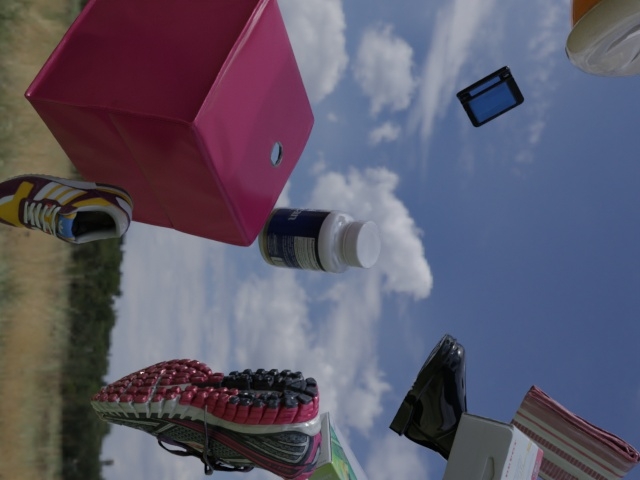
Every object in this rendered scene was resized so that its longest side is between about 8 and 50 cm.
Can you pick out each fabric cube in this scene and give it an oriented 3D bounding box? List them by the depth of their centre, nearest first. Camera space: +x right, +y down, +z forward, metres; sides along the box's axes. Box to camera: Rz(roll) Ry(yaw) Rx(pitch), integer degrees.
[{"bbox_3d":[-0.187,-0.184,1.173,0.258,0.259,0.254,71,37,-53],"label":"fabric cube"}]

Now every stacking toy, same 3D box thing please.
[{"bbox_3d":[0.488,-0.522,1.305,0.350,0.350,0.480,136,-58,-66],"label":"stacking toy"}]

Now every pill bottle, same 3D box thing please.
[{"bbox_3d":[0.000,0.000,1.271,0.169,0.094,0.094,5,-84,33],"label":"pill bottle"}]

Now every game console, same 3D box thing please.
[{"bbox_3d":[0.359,-0.302,1.804,0.071,0.122,0.107,63,14,8],"label":"game console"}]

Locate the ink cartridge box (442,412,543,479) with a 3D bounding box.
[{"bbox_3d":[0.220,0.305,1.098,0.072,0.175,0.127,11,-108,31],"label":"ink cartridge box"}]

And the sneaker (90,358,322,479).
[{"bbox_3d":[-0.141,0.213,0.993,0.121,0.299,0.112,-30,118,-58],"label":"sneaker"}]

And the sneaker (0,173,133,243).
[{"bbox_3d":[-0.328,-0.036,1.059,0.084,0.185,0.070,-100,-169,-62],"label":"sneaker"}]

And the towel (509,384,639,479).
[{"bbox_3d":[0.495,0.429,1.750,0.237,0.037,0.329,32,-26,18],"label":"towel"}]

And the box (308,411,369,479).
[{"bbox_3d":[0.071,0.488,1.533,0.322,0.058,0.232,60,4,-9],"label":"box"}]

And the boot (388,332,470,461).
[{"bbox_3d":[0.222,0.257,1.225,0.094,0.207,0.246,-50,165,-39],"label":"boot"}]
